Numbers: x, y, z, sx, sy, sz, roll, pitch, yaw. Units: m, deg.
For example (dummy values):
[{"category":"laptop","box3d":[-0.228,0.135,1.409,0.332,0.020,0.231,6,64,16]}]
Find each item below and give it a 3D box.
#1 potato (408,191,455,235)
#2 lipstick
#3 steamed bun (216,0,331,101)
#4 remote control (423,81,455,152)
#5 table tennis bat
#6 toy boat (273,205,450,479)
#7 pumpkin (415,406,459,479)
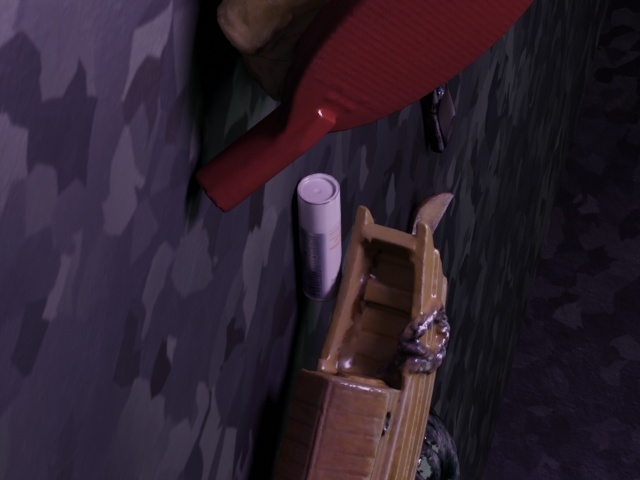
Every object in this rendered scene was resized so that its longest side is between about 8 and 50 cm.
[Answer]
[{"category":"potato","box3d":[0.125,-0.027,2.222,0.093,0.036,0.037,-63,-152,11]},{"category":"lipstick","box3d":[0.000,0.000,1.657,0.141,0.040,0.040,89,18,-48]},{"category":"steamed bun","box3d":[0.042,-0.222,1.302,0.137,0.295,0.292,63,-24,15]},{"category":"remote control","box3d":[0.142,-0.175,2.158,0.212,0.028,0.059,74,29,-64]},{"category":"table tennis bat","box3d":[0.039,-0.126,1.268,0.310,0.038,0.200,-37,158,14]},{"category":"toy boat","box3d":[0.018,0.193,1.663,0.162,0.136,0.445,17,88,-64]},{"category":"pumpkin","box3d":[0.055,0.260,1.859,0.220,0.162,0.220,1,90,-72]}]
